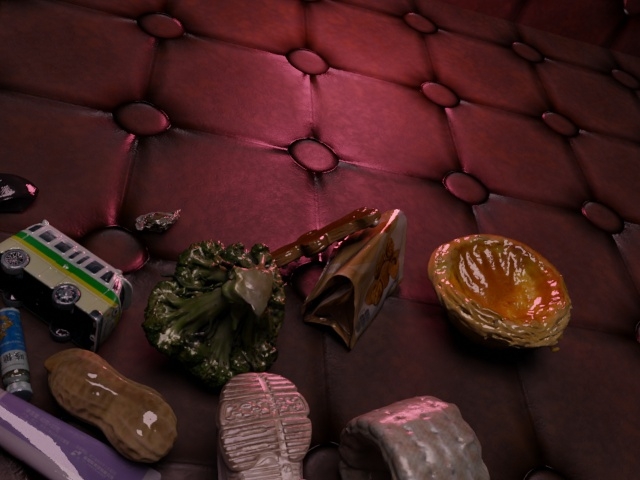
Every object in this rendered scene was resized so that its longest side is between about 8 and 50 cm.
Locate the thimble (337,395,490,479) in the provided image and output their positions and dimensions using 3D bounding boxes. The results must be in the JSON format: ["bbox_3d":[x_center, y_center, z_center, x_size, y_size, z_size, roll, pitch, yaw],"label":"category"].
[{"bbox_3d":[0.162,0.438,1.303,0.195,0.292,0.292,-4,50,-26],"label":"thimble"}]

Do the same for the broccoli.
[{"bbox_3d":[-0.194,0.131,1.437,0.303,0.283,0.322,18,61,-22],"label":"broccoli"}]

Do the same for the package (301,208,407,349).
[{"bbox_3d":[0.073,0.073,1.694,0.164,0.222,0.311,16,39,22],"label":"package"}]

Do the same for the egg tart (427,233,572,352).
[{"bbox_3d":[0.442,0.145,1.783,0.387,0.169,0.388,11,42,-10],"label":"egg tart"}]

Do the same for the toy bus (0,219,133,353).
[{"bbox_3d":[-0.519,0.088,1.438,0.276,0.134,0.165,32,44,8],"label":"toy bus"}]

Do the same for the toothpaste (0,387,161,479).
[{"bbox_3d":[-0.464,0.365,1.239,0.371,0.080,0.125,30,39,-1],"label":"toothpaste"}]

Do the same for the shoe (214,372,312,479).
[{"bbox_3d":[-0.119,0.413,1.247,0.171,0.198,0.351,8,48,-19],"label":"shoe"}]

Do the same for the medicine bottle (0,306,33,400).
[{"bbox_3d":[-0.584,0.216,1.346,0.051,0.051,0.191,-6,51,-29],"label":"medicine bottle"}]

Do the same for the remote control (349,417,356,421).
[{"bbox_3d":[0.127,0.396,1.499,0.152,0.027,0.044,5,40,-21],"label":"remote control"}]

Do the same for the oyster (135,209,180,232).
[{"bbox_3d":[-0.393,-0.046,1.707,0.100,0.037,0.098,-4,27,0],"label":"oyster"}]

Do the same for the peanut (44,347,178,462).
[{"bbox_3d":[-0.386,0.296,1.305,0.298,0.136,0.120,32,83,12],"label":"peanut"}]

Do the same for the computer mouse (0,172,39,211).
[{"bbox_3d":[-0.726,-0.110,1.598,0.172,0.057,0.099,-11,55,-27],"label":"computer mouse"}]

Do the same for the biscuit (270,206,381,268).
[{"bbox_3d":[0.000,0.000,1.709,0.301,0.197,0.049,-25,96,-3],"label":"biscuit"}]
